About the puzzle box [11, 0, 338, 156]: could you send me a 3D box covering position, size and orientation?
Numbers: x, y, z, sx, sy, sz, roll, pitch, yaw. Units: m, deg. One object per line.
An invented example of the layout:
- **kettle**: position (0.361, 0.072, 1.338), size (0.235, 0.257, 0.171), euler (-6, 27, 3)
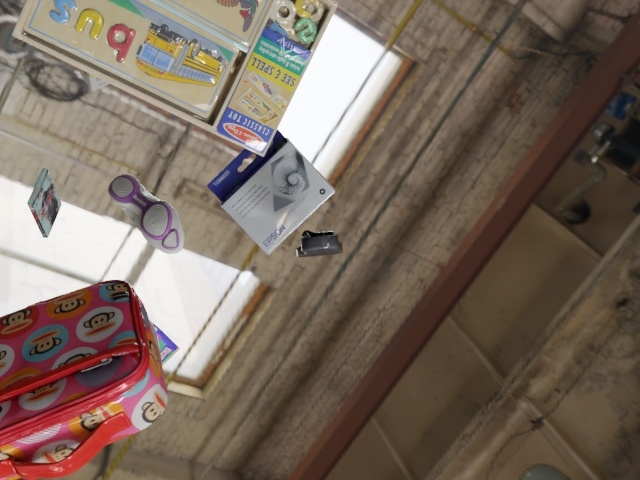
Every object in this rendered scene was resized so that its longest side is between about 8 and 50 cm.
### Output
- **puzzle box**: position (-0.208, -0.331, 1.076), size (0.272, 0.408, 0.052), euler (-63, -157, 9)

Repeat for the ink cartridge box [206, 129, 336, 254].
- **ink cartridge box**: position (-0.117, -0.120, 1.672), size (0.223, 0.224, 0.045), euler (-44, -179, 6)

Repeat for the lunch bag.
- **lunch bag**: position (-0.351, 0.195, 0.932), size (0.293, 0.120, 0.258), euler (-22, -140, -7)

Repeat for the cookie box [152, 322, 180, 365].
- **cookie box**: position (-0.355, 0.221, 1.479), size (0.092, 0.107, 0.040), euler (-46, -127, -12)

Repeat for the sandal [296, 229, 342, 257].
- **sandal**: position (0.001, 0.000, 1.468), size (0.254, 0.097, 0.055), euler (132, -48, -83)

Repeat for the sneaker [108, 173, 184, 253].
- **sneaker**: position (-0.471, -0.067, 2.043), size (0.114, 0.152, 0.305), euler (-41, -115, -8)

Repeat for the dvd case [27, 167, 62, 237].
- **dvd case**: position (-0.542, -0.072, 1.418), size (0.119, 0.013, 0.087), euler (95, 4, -56)

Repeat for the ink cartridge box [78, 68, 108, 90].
- **ink cartridge box**: position (-0.453, -0.428, 1.558), size (0.154, 0.093, 0.212), euler (-29, 178, -18)
